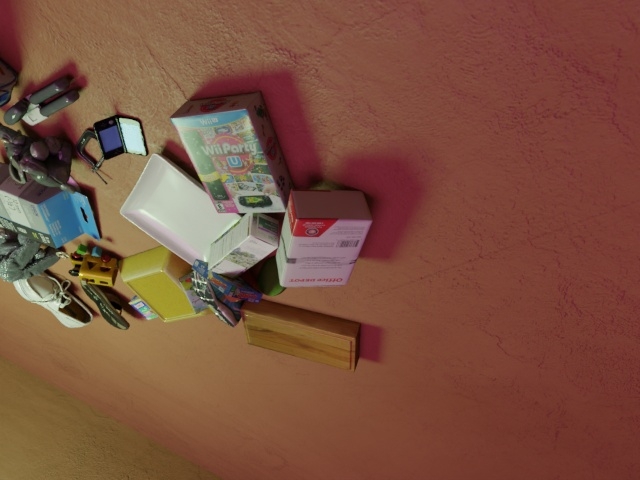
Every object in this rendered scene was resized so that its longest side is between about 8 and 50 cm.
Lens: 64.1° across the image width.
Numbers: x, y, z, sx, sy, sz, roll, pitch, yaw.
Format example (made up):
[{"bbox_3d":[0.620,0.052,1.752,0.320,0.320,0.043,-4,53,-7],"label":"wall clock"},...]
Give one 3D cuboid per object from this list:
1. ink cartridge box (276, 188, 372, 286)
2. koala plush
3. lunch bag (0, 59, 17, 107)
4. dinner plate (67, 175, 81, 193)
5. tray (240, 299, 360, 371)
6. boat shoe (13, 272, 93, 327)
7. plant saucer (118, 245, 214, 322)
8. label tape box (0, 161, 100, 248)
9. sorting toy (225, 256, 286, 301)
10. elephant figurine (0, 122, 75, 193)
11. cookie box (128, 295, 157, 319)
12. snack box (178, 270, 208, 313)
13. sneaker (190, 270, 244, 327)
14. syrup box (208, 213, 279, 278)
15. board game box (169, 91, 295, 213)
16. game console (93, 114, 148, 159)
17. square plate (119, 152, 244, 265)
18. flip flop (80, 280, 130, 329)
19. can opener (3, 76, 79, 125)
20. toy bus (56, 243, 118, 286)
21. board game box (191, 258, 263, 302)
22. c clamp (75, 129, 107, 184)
[{"bbox_3d":[0.000,0.000,1.364,0.197,0.114,0.272,0,138,-16],"label":"ink cartridge box"},{"bbox_3d":[-1.142,0.024,1.917,0.221,0.203,0.196,41,166,23],"label":"koala plush"},{"bbox_3d":[-0.962,-0.410,1.318,0.243,0.303,0.115,41,126,-15],"label":"lunch bag"},{"bbox_3d":[-0.864,-0.182,1.701,0.141,0.017,0.141,14,137,13],"label":"dinner plate"},{"bbox_3d":[-0.069,0.331,1.795,0.411,0.076,0.202,12,135,15],"label":"tray"},{"bbox_3d":[-1.086,0.240,2.121,0.157,0.135,0.367,-7,131,30],"label":"boat shoe"},{"bbox_3d":[-0.552,0.183,1.866,0.333,0.081,0.333,-16,123,34],"label":"plant saucer"},{"bbox_3d":[-0.949,-0.099,1.735,0.348,0.115,0.249,22,143,5],"label":"label tape box"},{"bbox_3d":[-0.135,0.133,1.638,0.366,0.127,0.126,-14,154,31],"label":"sorting toy"},{"bbox_3d":[-0.882,-0.258,1.558,0.239,0.169,0.186,13,94,24],"label":"elephant figurine"},{"bbox_3d":[-0.689,0.261,2.029,0.092,0.040,0.107,-20,120,38],"label":"cookie box"},{"bbox_3d":[-0.415,0.172,1.768,0.037,0.100,0.141,39,150,55],"label":"snack box"},{"bbox_3d":[-0.345,0.180,1.745,0.107,0.110,0.275,14,146,38],"label":"sneaker"},{"bbox_3d":[-0.224,0.015,1.480,0.093,0.096,0.237,24,138,-33],"label":"syrup box"},{"bbox_3d":[-0.217,-0.215,1.321,0.224,0.097,0.303,-1,131,23],"label":"board game box"},{"bbox_3d":[-0.558,-0.281,1.432,0.071,0.107,0.122,37,143,30],"label":"game console"},{"bbox_3d":[-0.416,-0.076,1.577,0.347,0.049,0.344,38,136,-13],"label":"square plate"},{"bbox_3d":[-0.863,0.247,2.077,0.277,0.080,0.112,53,137,-6],"label":"flip flop"},{"bbox_3d":[-0.786,-0.371,1.425,0.283,0.095,0.076,-7,129,38],"label":"can opener"},{"bbox_3d":[-0.844,0.109,1.871,0.202,0.104,0.191,-14,146,28],"label":"toy bus"},{"bbox_3d":[-0.289,0.125,1.582,0.201,0.035,0.136,29,-177,41],"label":"board game box"},{"bbox_3d":[-0.673,-0.258,1.542,0.137,0.022,0.161,42,136,-10],"label":"c clamp"}]
